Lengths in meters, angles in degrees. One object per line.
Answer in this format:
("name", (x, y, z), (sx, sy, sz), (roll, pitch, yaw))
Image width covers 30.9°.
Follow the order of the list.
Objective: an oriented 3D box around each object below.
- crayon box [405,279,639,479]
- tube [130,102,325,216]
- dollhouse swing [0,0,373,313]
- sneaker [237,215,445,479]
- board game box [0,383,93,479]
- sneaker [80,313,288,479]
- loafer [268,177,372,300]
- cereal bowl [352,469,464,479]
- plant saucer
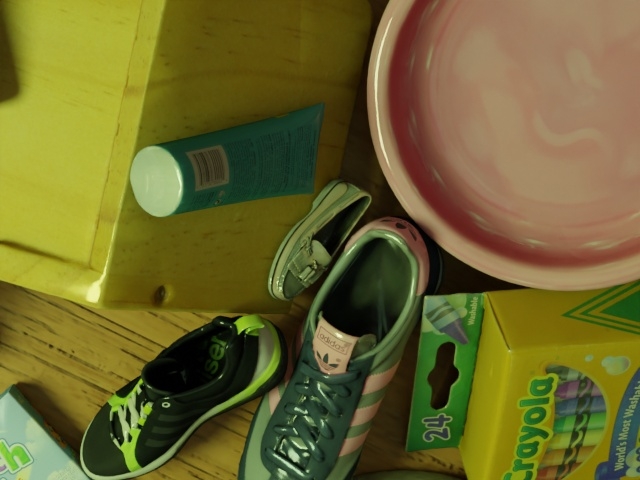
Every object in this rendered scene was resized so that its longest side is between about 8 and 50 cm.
("crayon box", (0.249, 0.138, 1.045), (0.323, 0.083, 0.203), (-4, 128, -8))
("tube", (-0.060, -0.061, 0.919), (0.052, 0.207, 0.080), (24, 113, 31))
("dollhouse swing", (-0.185, -0.141, 1.016), (0.315, 0.305, 0.347), (6, 97, -50))
("sneaker", (0.003, 0.119, 1.016), (0.112, 0.131, 0.319), (23, 86, 15))
("board game box", (-0.273, 0.263, 1.062), (0.160, 0.039, 0.211), (-41, 99, -1))
("sneaker", (-0.137, 0.127, 1.005), (0.235, 0.097, 0.084), (-36, 58, 16))
("loafer", (0.000, 0.000, 1.010), (0.125, 0.039, 0.045), (-58, 138, -17))
("cereal bowl", (0.083, 0.393, 1.074), (0.339, 0.141, 0.339), (-1, 97, -6))
("plant saucer", (0.208, -0.126, 0.976), (0.332, 0.084, 0.332), (4, 104, 15))
